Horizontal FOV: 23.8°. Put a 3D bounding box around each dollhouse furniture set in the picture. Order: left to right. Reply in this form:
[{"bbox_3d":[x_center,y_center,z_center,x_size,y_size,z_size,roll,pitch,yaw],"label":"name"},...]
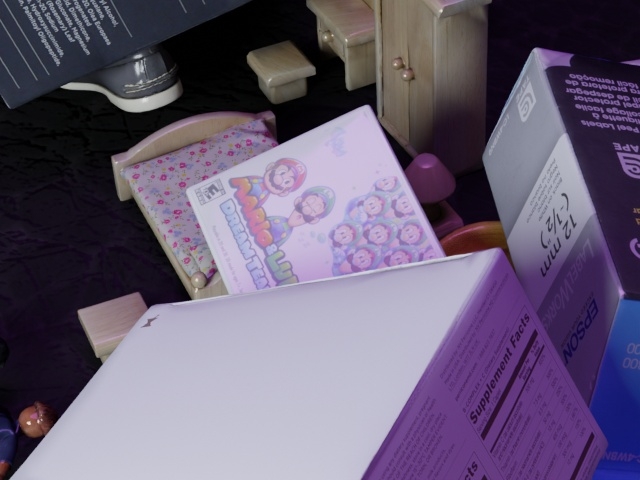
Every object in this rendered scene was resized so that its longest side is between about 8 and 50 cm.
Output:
[{"bbox_3d":[-0.060,-0.106,1.166,0.355,0.174,0.303,-19,43,-18],"label":"dollhouse furniture set"}]

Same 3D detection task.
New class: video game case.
[{"bbox_3d":[0.000,0.000,1.032,0.143,0.019,0.157,-25,64,1],"label":"video game case"}]

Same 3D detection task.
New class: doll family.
[{"bbox_3d":[-0.245,0.109,1.012,0.111,0.076,0.193,-16,47,-20],"label":"doll family"}]

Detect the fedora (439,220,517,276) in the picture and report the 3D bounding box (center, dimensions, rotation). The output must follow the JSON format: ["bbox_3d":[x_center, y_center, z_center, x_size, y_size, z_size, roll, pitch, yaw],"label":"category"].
[{"bbox_3d":[0.123,0.042,1.054,0.194,0.079,0.194,-1,41,1],"label":"fedora"}]

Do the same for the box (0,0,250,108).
[{"bbox_3d":[-0.164,-0.317,1.261,0.312,0.179,0.343,-24,37,6],"label":"box"}]

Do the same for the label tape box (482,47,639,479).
[{"bbox_3d":[0.264,0.040,0.958,0.249,0.115,0.347,8,41,-17],"label":"label tape box"}]

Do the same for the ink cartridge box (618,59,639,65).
[{"bbox_3d":[0.278,-0.091,1.236,0.181,0.056,0.224,-7,22,-4],"label":"ink cartridge box"}]

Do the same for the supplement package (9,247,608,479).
[{"bbox_3d":[-0.016,0.135,0.827,0.262,0.145,0.204,-11,30,39],"label":"supplement package"}]

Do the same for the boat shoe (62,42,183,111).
[{"bbox_3d":[-0.186,-0.165,1.301,0.075,0.065,0.206,-29,32,-24],"label":"boat shoe"}]
